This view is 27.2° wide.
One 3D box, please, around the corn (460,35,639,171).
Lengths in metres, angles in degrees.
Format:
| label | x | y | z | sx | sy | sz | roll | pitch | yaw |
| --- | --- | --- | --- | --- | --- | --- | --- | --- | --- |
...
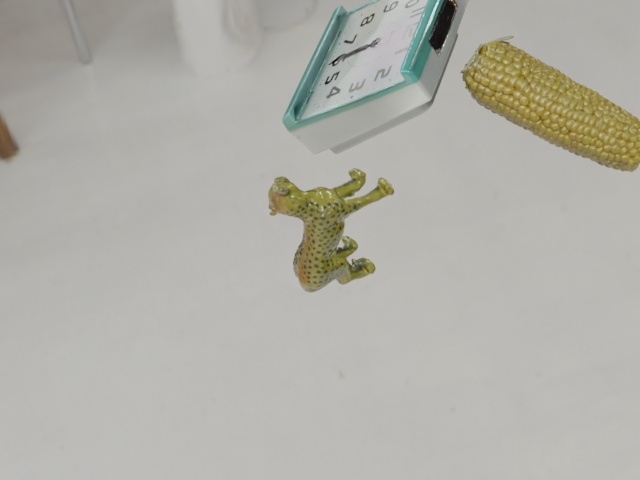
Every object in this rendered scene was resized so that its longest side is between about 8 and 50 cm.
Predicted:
| label | x | y | z | sx | sy | sz | roll | pitch | yaw |
| --- | --- | --- | --- | --- | --- | --- | --- | --- | --- |
| corn | 0.305 | -0.172 | 1.714 | 0.260 | 0.091 | 0.091 | 30 | 54 | 13 |

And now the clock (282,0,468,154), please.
| label | x | y | z | sx | sy | sz | roll | pitch | yaw |
| --- | --- | --- | --- | --- | --- | --- | --- | --- | --- |
| clock | 0.093 | -0.244 | 1.841 | 0.231 | 0.116 | 0.262 | -18 | 36 | 37 |

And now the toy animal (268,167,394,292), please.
| label | x | y | z | sx | sy | sz | roll | pitch | yaw |
| --- | --- | --- | --- | --- | --- | --- | --- | --- | --- |
| toy animal | 0.000 | 0.000 | 1.498 | 0.136 | 0.181 | 0.073 | -21 | 47 | -32 |
